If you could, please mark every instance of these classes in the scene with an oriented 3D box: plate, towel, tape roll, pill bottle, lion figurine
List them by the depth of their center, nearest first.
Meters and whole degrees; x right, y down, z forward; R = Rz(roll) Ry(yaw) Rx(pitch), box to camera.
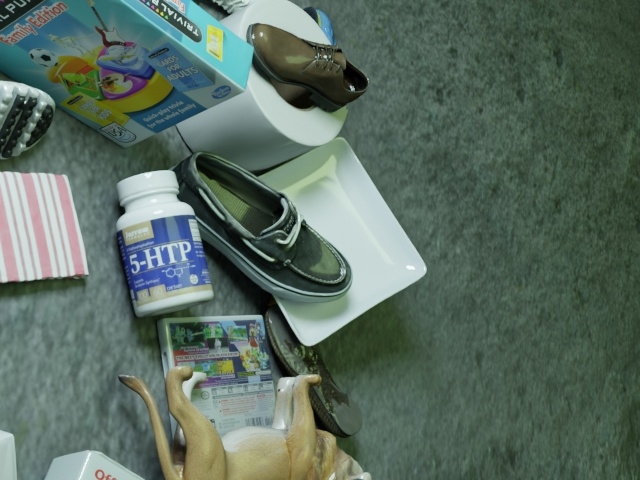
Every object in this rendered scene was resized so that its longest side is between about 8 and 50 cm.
[{"bbox_3d":[-0.385,-0.016,1.262,0.197,0.029,0.144,-3,77,-53],"label":"towel"},{"bbox_3d":[-0.099,0.302,1.376,0.392,0.142,0.240,8,77,-30],"label":"lion figurine"},{"bbox_3d":[-0.221,0.004,1.381,0.112,0.112,0.187,-8,81,-51],"label":"pill bottle"},{"bbox_3d":[-0.099,-0.239,1.580,0.246,0.169,0.246,23,58,-44],"label":"tape roll"},{"bbox_3d":[0.000,0.000,1.620,0.277,0.045,0.278,-29,83,-32],"label":"plate"}]

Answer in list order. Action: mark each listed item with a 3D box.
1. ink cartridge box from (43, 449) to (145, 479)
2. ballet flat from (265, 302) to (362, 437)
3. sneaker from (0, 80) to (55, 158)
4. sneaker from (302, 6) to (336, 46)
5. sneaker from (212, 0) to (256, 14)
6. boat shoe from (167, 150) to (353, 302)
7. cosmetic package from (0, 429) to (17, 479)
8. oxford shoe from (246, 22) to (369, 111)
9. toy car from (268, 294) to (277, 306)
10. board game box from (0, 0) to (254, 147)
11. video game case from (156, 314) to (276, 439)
[{"bbox_3d":[-0.277,0.376,1.183,0.153,0.087,0.208,43,47,-31],"label":"ink cartridge box"},{"bbox_3d":[-0.019,0.211,1.596,0.084,0.058,0.250,-42,103,-38],"label":"ballet flat"},{"bbox_3d":[-0.440,-0.170,1.199,0.118,0.110,0.292,42,19,21],"label":"sneaker"},{"bbox_3d":[0.002,-0.322,1.818,0.082,0.069,0.209,23,59,-48],"label":"sneaker"},{"bbox_3d":[-0.146,-0.420,1.666,0.232,0.090,0.115,-22,96,-51],"label":"sneaker"},{"bbox_3d":[-0.081,-0.013,1.485,0.335,0.119,0.121,30,59,-18],"label":"boat shoe"},{"bbox_3d":[-0.478,0.266,0.859,0.385,0.217,0.156,-14,105,-53],"label":"cosmetic package"},{"bbox_3d":[-0.014,-0.271,1.485,0.227,0.096,0.083,19,63,-43],"label":"oxford shoe"},{"bbox_3d":[-0.032,0.082,1.635,0.060,0.040,0.122,56,40,-19],"label":"toy car"},{"bbox_3d":[-0.295,-0.264,1.286,0.336,0.253,0.079,32,53,-38],"label":"board game box"},{"bbox_3d":[-0.146,0.202,1.464,0.201,0.023,0.183,3,73,-49],"label":"video game case"}]
